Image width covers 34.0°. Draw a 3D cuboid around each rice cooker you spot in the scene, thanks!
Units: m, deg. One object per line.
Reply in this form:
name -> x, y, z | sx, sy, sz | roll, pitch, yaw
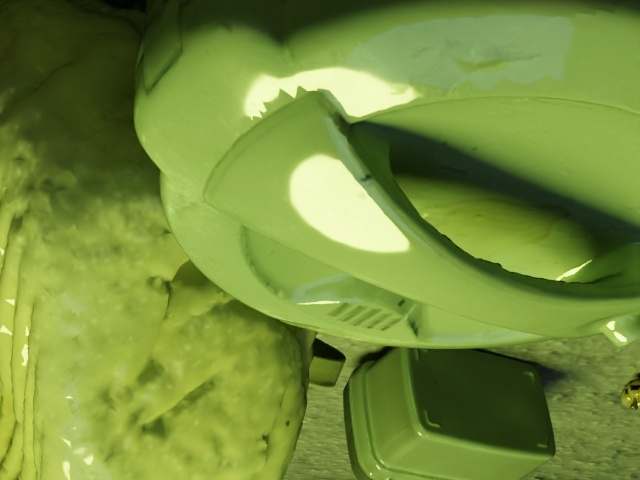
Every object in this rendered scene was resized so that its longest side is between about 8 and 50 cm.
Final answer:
rice cooker -> 0.065, -0.095, 0.478 | 0.288, 0.277, 0.288 | 2, 149, 1

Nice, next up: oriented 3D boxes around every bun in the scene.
bun -> -0.133, 0.025, 0.662 | 0.227, 0.352, 0.349 | -18, 154, -38

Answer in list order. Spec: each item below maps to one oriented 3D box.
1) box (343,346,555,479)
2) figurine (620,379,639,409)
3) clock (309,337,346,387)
box -> 0.138, 0.196, 1.127 | 0.210, 0.148, 0.129 | 15, 140, -27
figurine -> 0.392, 0.164, 1.146 | 0.101, 0.068, 0.143 | 3, 163, 4
clock -> -0.090, 0.069, 0.902 | 0.235, 0.029, 0.235 | 22, 179, 0
